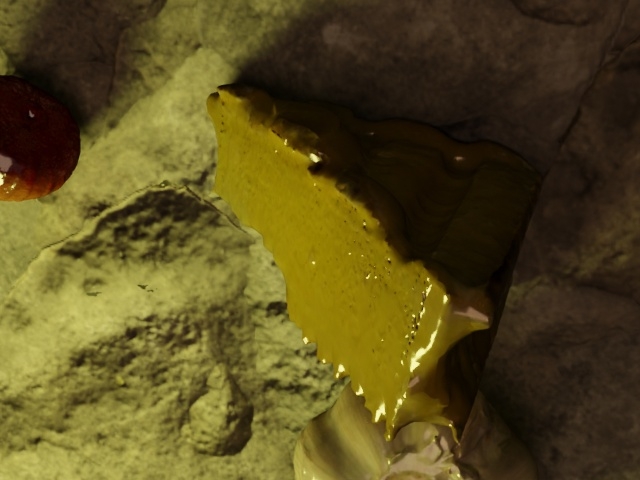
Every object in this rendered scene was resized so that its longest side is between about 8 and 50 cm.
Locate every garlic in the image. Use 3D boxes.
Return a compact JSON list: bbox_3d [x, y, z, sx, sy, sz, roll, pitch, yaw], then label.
[{"bbox_3d":[0.080,0.216,1.192,0.227,0.152,0.228,3,102,13],"label":"garlic"}]

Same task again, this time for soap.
[{"bbox_3d":[0.000,0.000,1.035,0.304,0.339,0.169,14,111,10],"label":"soap"}]

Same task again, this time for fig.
[{"bbox_3d":[-0.276,-0.083,1.235,0.119,0.153,0.119,0,71,0],"label":"fig"}]
